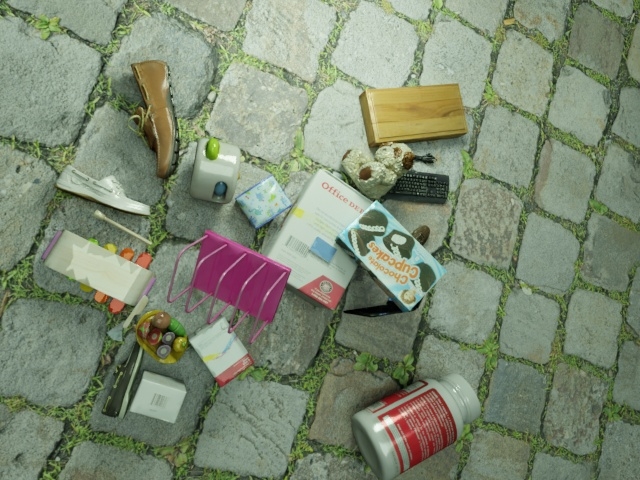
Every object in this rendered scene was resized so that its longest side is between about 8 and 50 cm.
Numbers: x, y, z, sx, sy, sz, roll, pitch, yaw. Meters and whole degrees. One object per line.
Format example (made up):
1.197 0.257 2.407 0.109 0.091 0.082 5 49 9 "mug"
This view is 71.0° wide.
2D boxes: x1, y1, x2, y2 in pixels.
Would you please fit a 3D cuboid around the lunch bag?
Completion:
-0.189 -0.128 1.500 0.151 0.096 0.129 -35 97 -5 "lunch bag"

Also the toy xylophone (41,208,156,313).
-0.642 0.059 1.343 0.323 0.081 0.236 38 75 -12 "toy xylophone"

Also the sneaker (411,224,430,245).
0.360 0.014 1.684 0.066 0.071 0.188 47 74 -9 "sneaker"

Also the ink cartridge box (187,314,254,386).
-0.314 0.338 1.402 0.127 0.128 0.176 -35 97 -18 "ink cartridge box"

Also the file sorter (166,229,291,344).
-0.273 0.140 1.318 0.291 0.182 0.202 24 113 7 "file sorter"

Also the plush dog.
0.229 -0.251 1.581 0.225 0.262 0.210 -37 122 3 "plush dog"

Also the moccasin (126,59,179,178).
-0.520 -0.377 1.391 0.147 0.139 0.380 -8 88 -18 "moccasin"

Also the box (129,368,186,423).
-0.475 0.453 1.317 0.130 0.170 0.091 23 77 -15 "box"

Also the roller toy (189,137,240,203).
-0.327 -0.216 1.416 0.146 0.209 0.191 10 95 -18 "roller toy"

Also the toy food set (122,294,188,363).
-0.477 0.276 1.350 0.218 0.071 0.128 51 49 -22 "toy food set"

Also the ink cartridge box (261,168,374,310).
0.000 0.000 1.519 0.279 0.160 0.384 33 76 -13 "ink cartridge box"

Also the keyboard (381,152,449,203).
0.357 -0.250 1.729 0.317 0.033 0.201 3 84 -19 "keyboard"

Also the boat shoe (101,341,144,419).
-0.583 0.407 1.332 0.069 0.081 0.227 15 76 -10 "boat shoe"

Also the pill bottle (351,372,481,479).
0.332 0.619 1.540 0.408 0.229 0.229 -20 92 -19 "pill bottle"

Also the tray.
0.364 -0.486 1.730 0.411 0.076 0.203 -11 89 -20 "tray"

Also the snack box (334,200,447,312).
0.222 0.049 1.430 0.187 0.060 0.322 -42 83 -18 "snack box"

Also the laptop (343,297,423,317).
0.234 0.174 1.543 0.264 0.234 0.136 -5 86 -18 "laptop"

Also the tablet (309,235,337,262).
0.009 0.028 1.430 0.083 0.006 0.054 35 76 -14 "tablet"

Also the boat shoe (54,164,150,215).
-0.642 -0.152 1.353 0.277 0.098 0.096 21 80 -14 "boat shoe"
